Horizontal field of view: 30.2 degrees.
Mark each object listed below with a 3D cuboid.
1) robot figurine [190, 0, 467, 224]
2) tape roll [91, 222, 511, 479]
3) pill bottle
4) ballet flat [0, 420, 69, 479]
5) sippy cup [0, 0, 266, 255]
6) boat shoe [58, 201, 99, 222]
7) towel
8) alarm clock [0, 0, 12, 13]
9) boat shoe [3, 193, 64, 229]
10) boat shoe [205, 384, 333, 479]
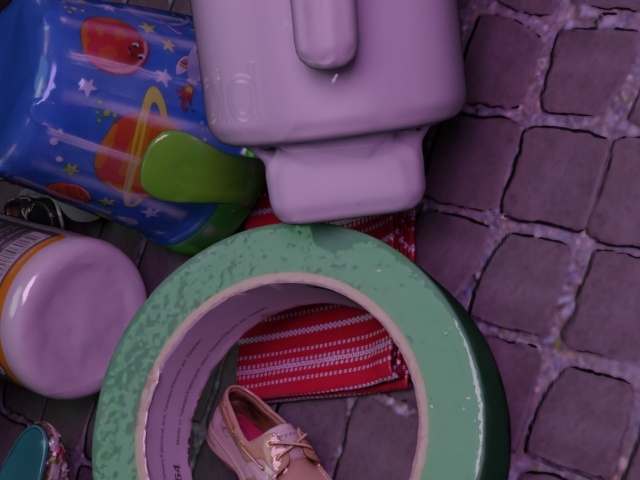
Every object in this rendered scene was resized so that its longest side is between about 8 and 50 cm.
[{"bbox_3d":[0.001,-0.194,0.890,0.300,0.199,0.354,-118,21,-82],"label":"robot figurine"},{"bbox_3d":[-0.020,0.148,0.907,0.321,0.077,0.321,-7,72,21],"label":"tape roll"},{"bbox_3d":[-0.318,0.057,1.220,0.278,0.162,0.162,12,85,45],"label":"pill bottle"},{"bbox_3d":[-0.298,0.296,1.183,0.091,0.077,0.241,22,90,43],"label":"ballet flat"},{"bbox_3d":[-0.190,-0.120,1.091,0.305,0.224,0.240,-19,64,49],"label":"sippy cup"},{"bbox_3d":[-0.256,-0.124,1.291,0.070,0.077,0.219,150,119,-72],"label":"boat shoe"},{"bbox_3d":[0.000,0.000,1.035,0.199,0.031,0.275,-12,69,41],"label":"towel"},{"bbox_3d":[-0.321,-0.315,1.373,0.064,0.129,0.192,-10,49,43],"label":"alarm clock"},{"bbox_3d":[-0.316,-0.029,1.308,0.125,0.038,0.046,20,119,57],"label":"boat shoe"},{"bbox_3d":[-0.037,0.176,0.981,0.170,0.063,0.059,32,118,42],"label":"boat shoe"}]
